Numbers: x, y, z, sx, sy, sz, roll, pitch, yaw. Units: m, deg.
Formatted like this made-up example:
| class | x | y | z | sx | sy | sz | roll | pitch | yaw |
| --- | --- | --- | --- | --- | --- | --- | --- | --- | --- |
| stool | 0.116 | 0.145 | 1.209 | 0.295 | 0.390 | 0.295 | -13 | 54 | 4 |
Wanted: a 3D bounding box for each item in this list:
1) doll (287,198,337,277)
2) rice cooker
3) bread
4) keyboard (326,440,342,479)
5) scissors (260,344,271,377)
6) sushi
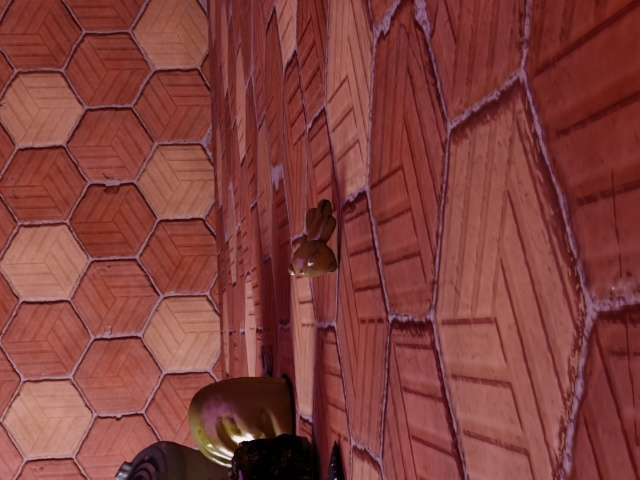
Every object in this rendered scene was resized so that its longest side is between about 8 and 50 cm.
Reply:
| class | x | y | z | sx | sy | sz | roll | pitch | yaw |
| --- | --- | --- | --- | --- | --- | --- | --- | --- | --- |
| doll | -0.008 | -0.003 | 1.203 | 0.061 | 0.051 | 0.093 | -38 | 53 | 44 |
| rice cooker | -0.220 | 0.509 | 1.980 | 0.264 | 0.316 | 0.317 | -133 | 40 | -60 |
| bread | -0.131 | 0.295 | 1.745 | 0.261 | 0.156 | 0.158 | 116 | 153 | -74 |
| keyboard | 0.011 | 0.314 | 1.290 | 0.198 | 0.010 | 0.064 | 97 | 169 | -47 |
| scissors | -0.102 | 0.249 | 2.020 | 0.189 | 0.015 | 0.100 | 119 | 145 | -76 |
| sushi | -0.061 | 0.358 | 1.434 | 0.147 | 0.115 | 0.213 | -133 | 39 | -86 |
